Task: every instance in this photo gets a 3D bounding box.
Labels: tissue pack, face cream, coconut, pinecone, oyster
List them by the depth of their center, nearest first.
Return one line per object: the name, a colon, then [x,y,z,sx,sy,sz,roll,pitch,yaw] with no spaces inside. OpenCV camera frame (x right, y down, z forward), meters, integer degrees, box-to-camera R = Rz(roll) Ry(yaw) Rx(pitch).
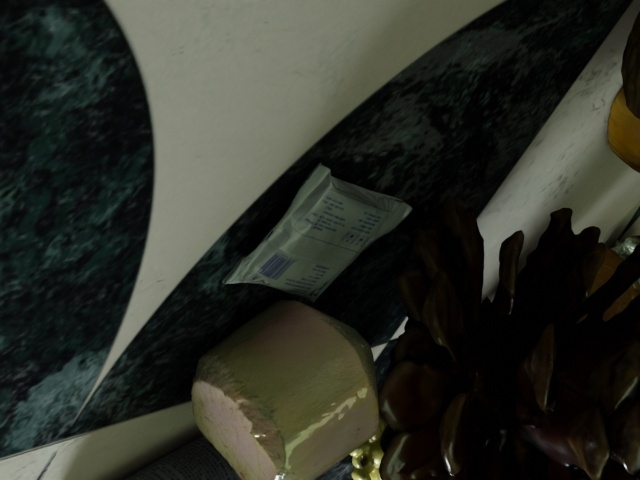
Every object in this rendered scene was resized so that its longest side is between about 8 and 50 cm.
tissue pack: [0.000,0.000,1.307,0.122,0.026,0.193,-49,158,10]
coconut: [-0.020,0.126,1.339,0.152,0.147,0.147,-36,157,-28]
face cream: [-0.137,0.233,1.407,0.229,0.075,0.075,-25,151,-40]
pinecone: [0.238,0.136,1.458,0.384,0.384,0.384,-38,157,-19]
oyster: [0.391,0.042,2.056,0.125,0.064,0.177,-54,158,9]

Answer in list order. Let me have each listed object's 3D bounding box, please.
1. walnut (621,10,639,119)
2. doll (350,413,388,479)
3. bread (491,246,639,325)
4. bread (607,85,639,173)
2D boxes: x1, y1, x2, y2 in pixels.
walnut: [0.368,-0.181,1.484,0.155,0.155,0.184,-24,148,-43]
doll: [0.143,0.199,1.851,0.291,0.086,0.117,-25,110,-39]
bread: [0.270,0.114,1.749,0.240,0.139,0.240,-45,-157,26]
bread: [0.404,-0.162,1.698,0.236,0.070,0.236,-38,159,-18]
